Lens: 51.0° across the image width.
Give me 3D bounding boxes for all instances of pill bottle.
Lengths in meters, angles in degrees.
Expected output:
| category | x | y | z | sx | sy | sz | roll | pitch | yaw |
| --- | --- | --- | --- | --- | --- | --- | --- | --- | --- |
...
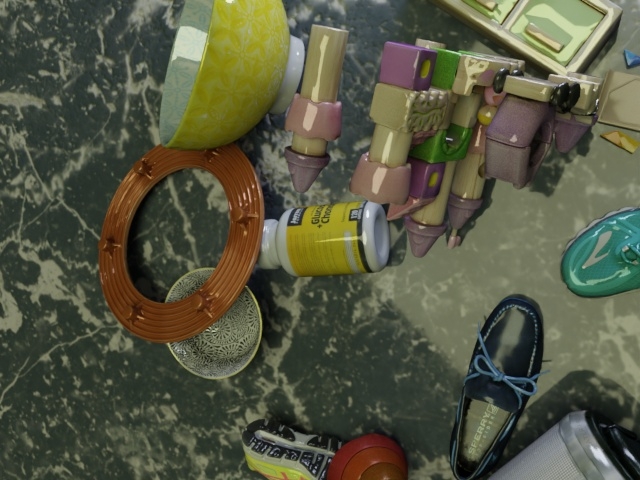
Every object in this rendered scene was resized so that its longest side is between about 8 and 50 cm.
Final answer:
| category | x | y | z | sx | sy | sz | roll | pitch | yaw |
| --- | --- | --- | --- | --- | --- | --- | --- | --- | --- |
| pill bottle | 0.000 | 0.000 | 0.965 | 0.184 | 0.103 | 0.103 | -5 | 91 | 20 |

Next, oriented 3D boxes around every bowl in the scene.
| category | x | y | z | sx | sy | sz | roll | pitch | yaw |
| --- | --- | --- | --- | --- | --- | --- | --- | --- | --- |
| bowl | -0.115 | -0.254 | 0.951 | 0.156 | 0.289 | 0.289 | 12 | 99 | -22 |
| bowl | -0.152 | 0.123 | 1.042 | 0.170 | 0.080 | 0.170 | 1 | 92 | 20 |

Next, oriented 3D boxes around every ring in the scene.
| category | x | y | z | sx | sy | sz | roll | pitch | yaw |
| --- | --- | --- | --- | --- | --- | --- | --- | --- | --- |
| ring | -0.229 | -0.012 | 1.031 | 0.337 | 0.032 | 0.336 | -10 | 70 | 31 |

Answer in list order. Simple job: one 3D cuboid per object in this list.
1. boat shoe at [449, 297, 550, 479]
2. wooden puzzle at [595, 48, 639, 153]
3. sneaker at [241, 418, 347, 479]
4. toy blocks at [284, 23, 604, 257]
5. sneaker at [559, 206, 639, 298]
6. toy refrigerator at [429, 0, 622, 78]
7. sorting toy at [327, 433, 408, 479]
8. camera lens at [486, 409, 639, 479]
| category | x | y | z | sx | sy | sz | roll | pitch | yaw |
| --- | --- | --- | --- | --- | --- | --- | --- | --- | --- |
| boat shoe | 0.239 | 0.207 | 0.893 | 0.109 | 0.089 | 0.258 | 12 | 97 | 20 |
| wooden puzzle | 0.393 | -0.177 | 0.857 | 0.079 | 0.014 | 0.116 | 24 | 101 | 13 |
| sneaker | -0.021 | 0.344 | 1.015 | 0.209 | 0.081 | 0.094 | 22 | 130 | 11 |
| toy blocks | 0.145 | -0.086 | 0.783 | 0.309 | 0.289 | 0.259 | 25 | 114 | 34 |
| sneaker | 0.422 | -0.003 | 0.803 | 0.275 | 0.110 | 0.107 | -22 | 85 | 21 |
| toy refrigerator | 0.239 | -0.314 | 0.865 | 0.270 | 0.094 | 0.102 | 39 | 105 | 14 |
| sorting toy | 0.114 | 0.454 | 0.909 | 0.127 | 0.126 | 0.365 | -15 | 94 | -14 |
| camera lens | 0.300 | 0.360 | 0.808 | 0.274 | 0.219 | 0.219 | -46 | 77 | 16 |
